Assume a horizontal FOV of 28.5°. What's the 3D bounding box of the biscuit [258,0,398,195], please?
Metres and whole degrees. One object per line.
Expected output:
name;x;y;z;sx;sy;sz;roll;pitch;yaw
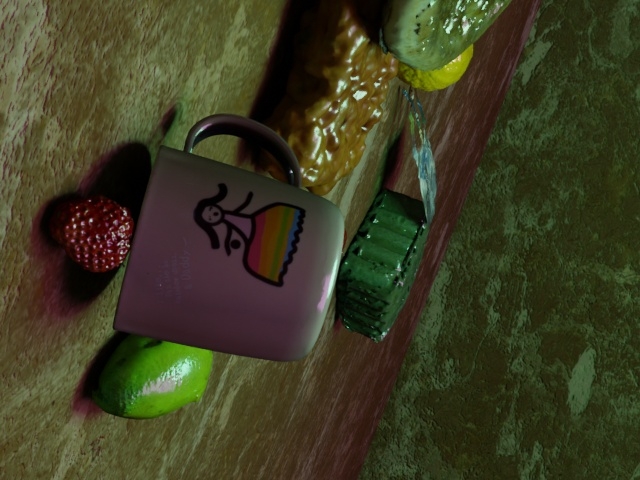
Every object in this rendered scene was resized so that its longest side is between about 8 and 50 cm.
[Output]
biscuit;0.024;-0.217;1.686;0.312;0.110;0.318;-68;167;11

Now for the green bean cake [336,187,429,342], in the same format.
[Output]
green bean cake;0.130;0.055;2.554;0.255;0.132;0.241;93;19;-56

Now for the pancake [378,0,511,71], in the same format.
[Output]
pancake;0.197;-0.377;1.585;0.382;0.071;0.382;-48;158;-27

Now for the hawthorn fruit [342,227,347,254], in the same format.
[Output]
hawthorn fruit;0.000;0.000;1.991;0.093;0.093;0.093;22;90;-77

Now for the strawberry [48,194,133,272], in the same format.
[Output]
strawberry;-0.211;-0.009;1.152;0.073;0.073;0.083;-67;155;-4

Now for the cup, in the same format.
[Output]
cup;-0.084;-0.007;1.289;0.191;0.200;0.253;118;-15;-64

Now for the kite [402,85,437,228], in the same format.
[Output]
kite;0.197;-0.185;2.447;0.169;0.015;0.310;-67;150;-57

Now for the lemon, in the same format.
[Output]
lemon;0.186;-0.322;2.111;0.187;0.142;0.142;-51;160;-67

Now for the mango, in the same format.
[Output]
mango;-0.189;0.154;1.444;0.178;0.100;0.119;-22;136;-62
